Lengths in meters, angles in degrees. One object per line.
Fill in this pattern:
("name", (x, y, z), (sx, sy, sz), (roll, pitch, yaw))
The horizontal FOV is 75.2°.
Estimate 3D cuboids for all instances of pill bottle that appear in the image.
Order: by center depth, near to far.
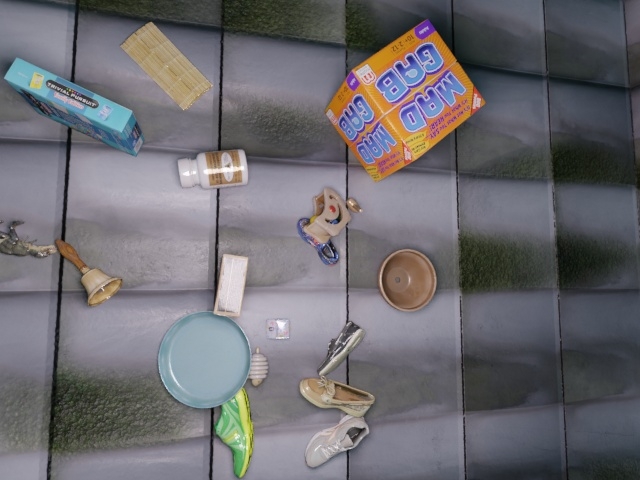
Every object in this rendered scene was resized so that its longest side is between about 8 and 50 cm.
("pill bottle", (-0.378, -0.248, 1.468), (0.229, 0.131, 0.131), (-9, 87, -15))

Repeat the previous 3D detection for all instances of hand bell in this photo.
("hand bell", (-0.783, 0.088, 1.361), (0.242, 0.126, 0.126), (43, 76, 6))

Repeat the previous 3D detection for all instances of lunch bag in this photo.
("lunch bag", (-0.156, 0.321, 1.514), (0.083, 0.053, 0.071), (1, 83, -5))

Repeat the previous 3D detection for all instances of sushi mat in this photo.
("sushi mat", (-0.558, -0.636, 1.514), (0.316, 0.019, 0.151), (45, 77, -6))

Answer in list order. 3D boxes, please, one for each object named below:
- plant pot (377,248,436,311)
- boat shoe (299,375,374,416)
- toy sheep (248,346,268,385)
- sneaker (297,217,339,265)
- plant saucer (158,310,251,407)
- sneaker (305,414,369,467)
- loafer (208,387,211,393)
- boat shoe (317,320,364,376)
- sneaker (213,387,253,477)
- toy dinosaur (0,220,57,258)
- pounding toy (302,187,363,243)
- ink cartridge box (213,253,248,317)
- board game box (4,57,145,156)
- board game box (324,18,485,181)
("plant pot", (0.322, 0.156, 1.624), (0.237, 0.109, 0.238), (2, 83, -14))
("boat shoe", (0.060, 0.553, 1.511), (0.285, 0.105, 0.089), (23, 120, -20))
("toy sheep", (-0.227, 0.446, 1.469), (0.091, 0.091, 0.132), (1, 79, -15))
("sneaker", (0.000, 0.000, 1.566), (0.083, 0.087, 0.221), (-45, 97, -15))
("plant saucer", (-0.389, 0.400, 1.415), (0.317, 0.044, 0.318), (0, 83, 1))
("sneaker", (0.061, 0.725, 1.497), (0.262, 0.121, 0.099), (-34, 93, -15))
("loafer", (-0.370, 0.470, 1.450), (0.045, 0.039, 0.125), (10, 82, -13))
("boat shoe", (0.065, 0.408, 1.563), (0.079, 0.084, 0.233), (37, 82, 30))
("sneaker", (-0.299, 0.654, 1.430), (0.123, 0.109, 0.296), (-8, 83, -1))
("toy dinosaur", (-0.996, -0.003, 1.322), (0.267, 0.064, 0.118), (2, 91, -11))
("pounding toy", (0.051, -0.120, 1.528), (0.154, 0.154, 0.269), (49, 39, -6))
("ink cartridge box", (-0.303, 0.150, 1.397), (0.088, 0.234, 0.194), (10, 82, -13))
("board game box", (-0.754, -0.408, 1.320), (0.335, 0.253, 0.079), (24, 78, -12))
("board game box", (0.294, -0.495, 1.549), (0.356, 0.356, 0.356), (-39, 95, -14))
